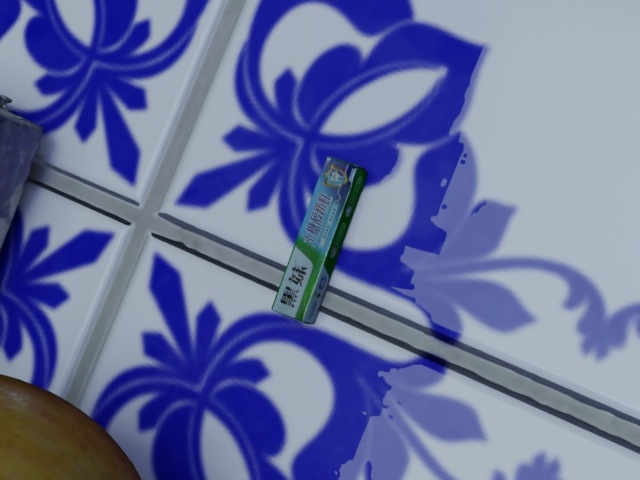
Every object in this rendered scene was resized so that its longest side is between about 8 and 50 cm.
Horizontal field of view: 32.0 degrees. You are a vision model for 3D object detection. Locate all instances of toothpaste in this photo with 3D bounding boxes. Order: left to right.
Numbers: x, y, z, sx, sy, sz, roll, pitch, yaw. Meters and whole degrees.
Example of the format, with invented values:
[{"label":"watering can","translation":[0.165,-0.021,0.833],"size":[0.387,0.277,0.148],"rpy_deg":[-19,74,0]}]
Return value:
[{"label":"toothpaste","translation":[0.000,0.000,0.563],"size":[0.020,0.017,0.083],"rpy_deg":[20,89,23]}]

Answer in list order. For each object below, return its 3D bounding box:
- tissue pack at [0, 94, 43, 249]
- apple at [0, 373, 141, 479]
[{"label":"tissue pack","translation":[-0.321,0.049,0.624],"size":[0.242,0.125,0.344],"rpy_deg":[18,88,23]},{"label":"apple","translation":[-0.171,0.188,0.480],"size":[0.194,0.261,0.261],"rpy_deg":[11,86,8]}]
